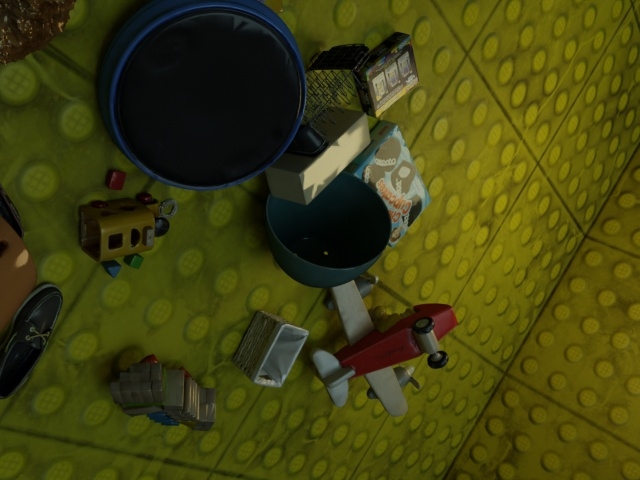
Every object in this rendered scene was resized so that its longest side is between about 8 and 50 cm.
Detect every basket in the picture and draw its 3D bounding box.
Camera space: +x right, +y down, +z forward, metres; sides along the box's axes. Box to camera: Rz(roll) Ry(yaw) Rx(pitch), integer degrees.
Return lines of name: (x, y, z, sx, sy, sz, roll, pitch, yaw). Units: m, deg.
basket: (-0.128, 0.270, 1.818, 0.113, 0.103, 0.167, 25, 93, -50)

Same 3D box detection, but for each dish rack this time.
dish rack: (-0.001, -0.309, 1.554, 0.074, 0.208, 0.271, 44, 76, -33)

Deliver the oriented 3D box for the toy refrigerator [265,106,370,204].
toy refrigerator: (-0.001, -0.195, 1.647, 0.269, 0.102, 0.094, -47, 139, -36)

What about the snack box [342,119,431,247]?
snack box: (0.180, -0.146, 1.937, 0.187, 0.060, 0.322, -50, 139, -13)

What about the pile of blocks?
pile of blocks: (-0.355, 0.339, 1.642, 0.362, 0.149, 0.112, 56, 26, -56)

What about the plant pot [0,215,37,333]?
plant pot: (-0.583, 0.062, 1.112, 0.203, 0.291, 0.290, -48, 141, -40)

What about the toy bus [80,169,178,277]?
toy bus: (-0.363, -0.024, 1.405, 0.202, 0.104, 0.191, -53, 139, -10)

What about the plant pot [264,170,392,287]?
plant pot: (0.000, 0.000, 1.699, 0.290, 0.290, 0.195, -30, 157, -32)

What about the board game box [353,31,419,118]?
board game box: (0.163, -0.408, 1.781, 0.170, 0.048, 0.141, -42, 138, -23)

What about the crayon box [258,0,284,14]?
crayon box: (-0.198, -0.524, 1.311, 0.202, 0.081, 0.318, -39, 134, -25)

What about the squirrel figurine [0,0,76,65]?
squirrel figurine: (-0.498, -0.359, 0.956, 0.397, 0.281, 0.370, 21, 102, -47)

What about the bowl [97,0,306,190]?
bowl: (-0.207, -0.267, 1.344, 0.391, 0.077, 0.391, -12, 127, -17)

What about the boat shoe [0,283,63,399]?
boat shoe: (-0.549, 0.190, 1.359, 0.081, 0.069, 0.227, 35, 85, -50)

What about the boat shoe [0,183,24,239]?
boat shoe: (-0.559, -0.079, 1.195, 0.073, 0.073, 0.207, -44, 136, -18)

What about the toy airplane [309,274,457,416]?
toy airplane: (0.145, 0.289, 2.032, 0.384, 0.272, 0.386, 19, 110, -12)
